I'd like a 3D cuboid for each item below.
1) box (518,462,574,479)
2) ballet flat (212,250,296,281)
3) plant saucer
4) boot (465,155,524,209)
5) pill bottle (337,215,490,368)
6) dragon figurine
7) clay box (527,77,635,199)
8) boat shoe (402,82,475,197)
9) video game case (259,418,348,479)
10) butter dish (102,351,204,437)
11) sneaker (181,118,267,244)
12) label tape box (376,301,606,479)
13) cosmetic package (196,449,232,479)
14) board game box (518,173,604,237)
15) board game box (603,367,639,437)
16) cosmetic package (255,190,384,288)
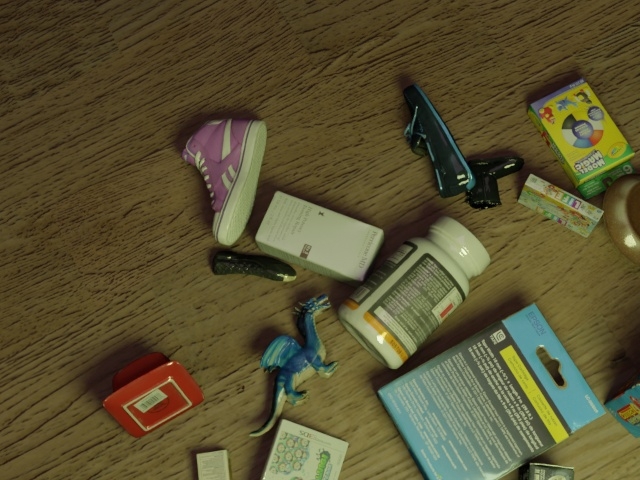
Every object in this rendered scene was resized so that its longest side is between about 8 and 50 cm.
[{"bbox_3d":[0.386,0.484,1.577,0.078,0.147,0.180,6,73,7],"label":"box"},{"bbox_3d":[-0.131,0.058,1.813,0.173,0.057,0.049,11,114,9],"label":"ballet flat"},{"bbox_3d":[0.634,-0.042,1.741,0.199,0.036,0.198,7,71,-20],"label":"plant saucer"},{"bbox_3d":[0.350,-0.115,1.823,0.121,0.045,0.099,-3,70,11],"label":"boot"},{"bbox_3d":[0.178,0.094,1.708,0.278,0.162,0.162,-44,74,-9],"label":"pill bottle"},{"bbox_3d":[-0.062,0.235,1.723,0.144,0.085,0.289,42,79,15],"label":"dragon figurine"},{"bbox_3d":[0.531,-0.205,1.832,0.127,0.053,0.222,-28,72,-4],"label":"clay box"},{"bbox_3d":[0.217,-0.203,1.824,0.089,0.109,0.258,-31,61,13],"label":"boat shoe"},{"bbox_3d":[-0.034,0.424,1.662,0.143,0.019,0.157,24,74,-20],"label":"video game case"},{"bbox_3d":[-0.325,0.271,1.717,0.160,0.160,0.118,-29,49,-5],"label":"butter dish"},{"bbox_3d":[-0.213,-0.123,1.848,0.161,0.102,0.282,6,63,10],"label":"sneaker"},{"bbox_3d":[0.306,0.302,1.662,0.334,0.106,0.240,-28,73,-6],"label":"label tape box"},{"bbox_3d":[-0.194,0.452,1.688,0.060,0.041,0.115,-7,72,2],"label":"cosmetic package"},{"bbox_3d":[0.465,-0.066,1.767,0.154,0.103,0.026,29,77,13],"label":"board game box"},{"bbox_3d":[0.654,0.191,1.568,0.308,0.302,0.086,-42,74,-9],"label":"board game box"},{"bbox_3d":[0.000,0.000,1.794,0.231,0.085,0.117,19,76,11],"label":"cosmetic package"}]
